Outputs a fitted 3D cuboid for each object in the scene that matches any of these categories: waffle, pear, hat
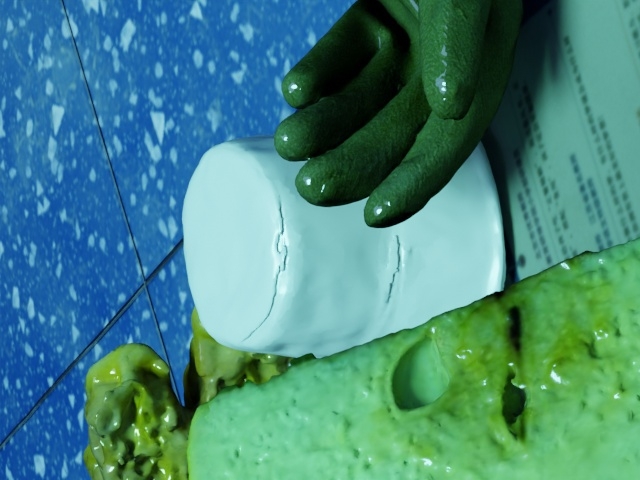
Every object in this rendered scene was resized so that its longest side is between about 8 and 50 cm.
[{"bbox_3d":[-0.036,0.213,1.167,0.261,0.151,0.324,86,164,-56],"label":"waffle"},{"bbox_3d":[0.105,0.146,0.820,0.292,0.292,0.159,46,172,45],"label":"pear"},{"bbox_3d":[0.000,0.000,1.091,0.203,0.126,0.203,6,97,56],"label":"hat"}]

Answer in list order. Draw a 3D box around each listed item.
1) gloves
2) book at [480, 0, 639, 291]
[{"bbox_3d":[0.053,-0.131,1.028,0.135,0.107,0.268,-22,51,62],"label":"gloves"},{"bbox_3d":[0.164,-0.021,0.986,0.428,0.039,0.300,-38,61,52],"label":"book"}]
